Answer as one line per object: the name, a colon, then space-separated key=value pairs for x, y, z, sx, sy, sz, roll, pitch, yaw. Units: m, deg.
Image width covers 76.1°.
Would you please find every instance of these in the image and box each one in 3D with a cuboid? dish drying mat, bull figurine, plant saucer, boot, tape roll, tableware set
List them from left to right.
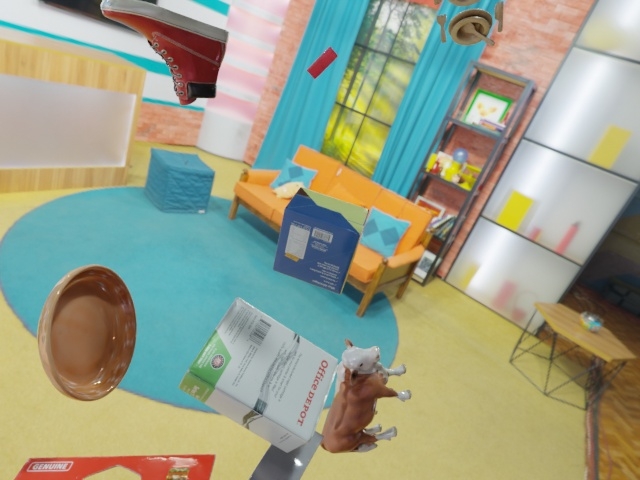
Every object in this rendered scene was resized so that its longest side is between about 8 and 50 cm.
plant saucer: x=-0.349 y=0.137 z=0.616 sx=0.037 sy=0.200 sz=0.200 roll=-6 pitch=20 yaw=7
boot: x=-0.321 y=-0.378 z=0.841 sx=0.244 sy=0.176 sz=0.088 roll=4 pitch=25 yaw=-35
tape roll: x=-0.080 y=0.438 z=0.743 sx=0.072 sy=0.219 sz=0.219 roll=29 pitch=22 yaw=14
dish drying mat: x=0.005 y=-0.452 z=1.042 sx=0.032 sy=0.083 sz=0.008 roll=42 pitch=29 yaw=-22
bull figurine: x=0.099 y=0.357 z=0.930 sx=0.188 sy=0.310 sz=0.101 roll=12 pitch=21 yaw=-18
tableware set: x=0.286 y=-0.442 z=0.787 sx=0.128 sy=0.039 sz=0.194 roll=-1 pitch=-16 yaw=23

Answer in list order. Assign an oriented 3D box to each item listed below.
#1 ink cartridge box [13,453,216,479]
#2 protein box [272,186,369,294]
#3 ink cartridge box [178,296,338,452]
ink cartridge box: x=-0.277 y=0.333 z=0.461 sx=0.275 sy=0.060 sz=0.239 roll=-1 pitch=26 yaw=-1
protein box: x=0.000 y=0.000 z=1.088 sx=0.199 sy=0.201 sz=0.136 roll=19 pitch=35 yaw=6
ink cartridge box: x=-0.094 y=0.217 z=0.665 sx=0.208 sy=0.087 sz=0.153 roll=33 pitch=45 yaw=-3
